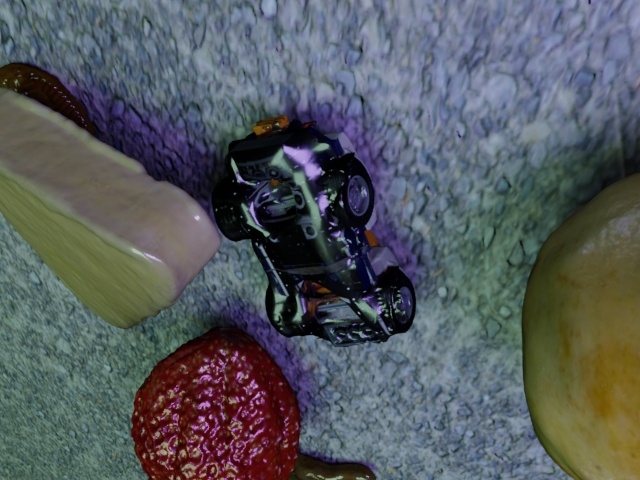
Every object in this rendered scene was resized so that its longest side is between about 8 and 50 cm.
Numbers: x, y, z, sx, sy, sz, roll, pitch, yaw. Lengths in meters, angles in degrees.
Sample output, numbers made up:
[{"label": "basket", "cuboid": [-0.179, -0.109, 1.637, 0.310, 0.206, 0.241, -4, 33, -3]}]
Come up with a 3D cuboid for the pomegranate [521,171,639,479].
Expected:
[{"label": "pomegranate", "cuboid": [0.323, 0.085, 0.428, 0.333, 0.332, 0.332, 14, 130, 18]}]

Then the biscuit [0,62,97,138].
[{"label": "biscuit", "cuboid": [-0.402, -0.161, 0.807, 0.188, 0.027, 0.187, 15, 131, 18]}]

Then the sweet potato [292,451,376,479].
[{"label": "sweet potato", "cuboid": [0.017, 0.427, 1.024, 0.182, 0.054, 0.053, 0, 130, 26]}]

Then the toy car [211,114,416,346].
[{"label": "toy car", "cuboid": [0.000, -0.002, 0.655, 0.193, 0.118, 0.301, -2, 123, 36]}]

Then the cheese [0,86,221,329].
[{"label": "cheese", "cuboid": [-0.324, -0.044, 0.736, 0.384, 0.104, 0.384, 28, 147, 20]}]

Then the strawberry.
[{"label": "strawberry", "cuboid": [-0.147, 0.272, 0.876, 0.239, 0.250, 0.288, 18, 106, 23]}]

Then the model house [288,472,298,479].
[{"label": "model house", "cuboid": [-0.107, 0.530, 1.003, 0.194, 0.211, 0.170, -33, 119, 1]}]
